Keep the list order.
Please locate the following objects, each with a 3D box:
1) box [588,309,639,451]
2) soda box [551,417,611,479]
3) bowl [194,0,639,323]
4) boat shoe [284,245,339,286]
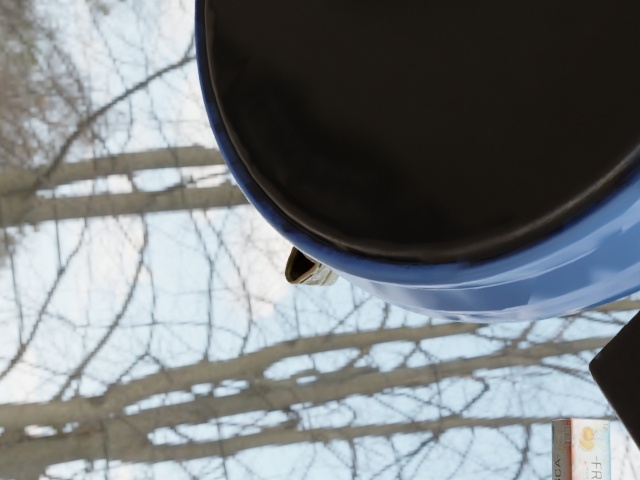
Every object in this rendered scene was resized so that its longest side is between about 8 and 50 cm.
[{"bbox_3d":[0.406,0.079,0.755,0.296,0.294,0.182,-52,-141,25],"label":"box"},{"bbox_3d":[0.348,0.330,1.497,0.058,0.063,0.183,147,-53,-69],"label":"soda box"},{"bbox_3d":[0.080,-0.154,0.566,0.391,0.077,0.391,-9,-104,42],"label":"bowl"},{"bbox_3d":[0.000,0.000,0.957,0.135,0.045,0.050,108,-34,-51],"label":"boat shoe"}]
